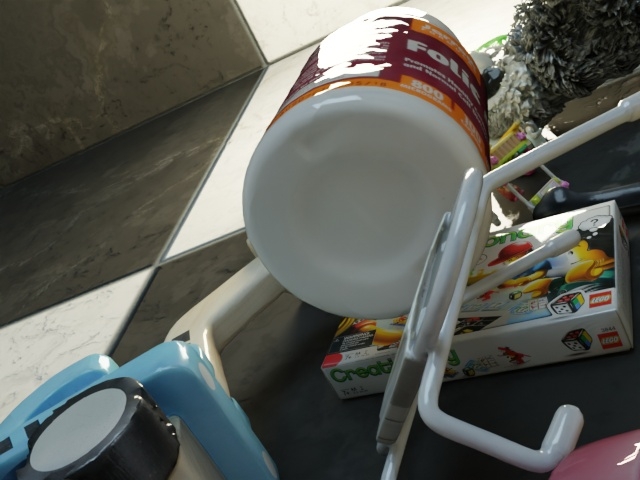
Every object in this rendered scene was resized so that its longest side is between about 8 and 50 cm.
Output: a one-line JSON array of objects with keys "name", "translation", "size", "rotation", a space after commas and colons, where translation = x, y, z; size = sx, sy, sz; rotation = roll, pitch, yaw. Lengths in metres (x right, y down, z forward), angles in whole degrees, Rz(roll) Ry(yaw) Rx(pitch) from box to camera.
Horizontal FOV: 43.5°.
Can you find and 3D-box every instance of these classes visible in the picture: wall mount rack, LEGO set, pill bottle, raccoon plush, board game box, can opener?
[{"name": "wall mount rack", "translation": [0.139, 0.046, 0.607], "size": [0.130, 0.350, 0.304], "rotation": [18, 61, 8]}, {"name": "LEGO set", "translation": [0.209, -0.039, 1.005], "size": [0.287, 0.107, 0.132], "rotation": [-42, -9, -20]}, {"name": "pill bottle", "translation": [0.068, -0.111, 0.856], "size": [0.224, 0.224, 0.392], "rotation": [-20, 24, 20]}, {"name": "raccoon plush", "translation": [0.404, -0.226, 1.126], "size": [0.446, 0.299, 0.216], "rotation": [17, 23, 16]}, {"name": "board game box", "translation": [0.165, 0.064, 0.846], "size": [0.305, 0.053, 0.193], "rotation": [-16, 26, 27]}, {"name": "can opener", "translation": [0.327, -0.039, 0.897], "size": [0.186, 0.073, 0.059], "rotation": [-14, -12, 24]}]

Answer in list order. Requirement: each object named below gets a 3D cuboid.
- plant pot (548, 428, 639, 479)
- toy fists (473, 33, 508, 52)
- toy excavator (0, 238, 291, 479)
[{"name": "plant pot", "translation": [0.137, 0.214, 0.411], "size": [0.180, 0.201, 0.201], "rotation": [-31, 16, 39]}, {"name": "toy fists", "translation": [0.366, -0.321, 1.384], "size": [0.279, 0.096, 0.142], "rotation": [-16, 16, 30]}, {"name": "toy excavator", "translation": [-0.148, 0.158, 0.763], "size": [0.432, 0.222, 0.445], "rotation": [-31, 23, 0]}]
